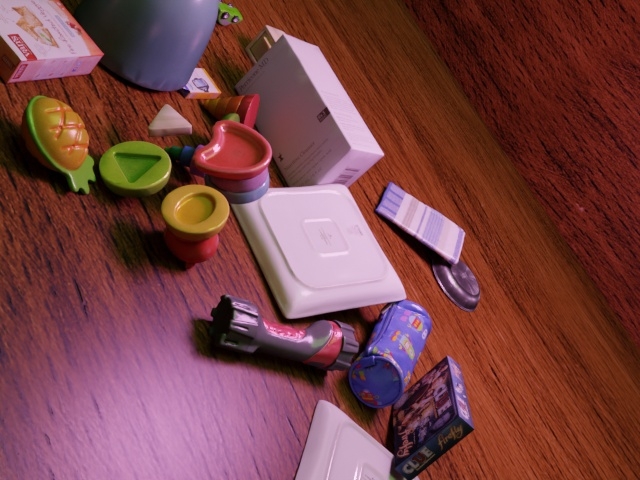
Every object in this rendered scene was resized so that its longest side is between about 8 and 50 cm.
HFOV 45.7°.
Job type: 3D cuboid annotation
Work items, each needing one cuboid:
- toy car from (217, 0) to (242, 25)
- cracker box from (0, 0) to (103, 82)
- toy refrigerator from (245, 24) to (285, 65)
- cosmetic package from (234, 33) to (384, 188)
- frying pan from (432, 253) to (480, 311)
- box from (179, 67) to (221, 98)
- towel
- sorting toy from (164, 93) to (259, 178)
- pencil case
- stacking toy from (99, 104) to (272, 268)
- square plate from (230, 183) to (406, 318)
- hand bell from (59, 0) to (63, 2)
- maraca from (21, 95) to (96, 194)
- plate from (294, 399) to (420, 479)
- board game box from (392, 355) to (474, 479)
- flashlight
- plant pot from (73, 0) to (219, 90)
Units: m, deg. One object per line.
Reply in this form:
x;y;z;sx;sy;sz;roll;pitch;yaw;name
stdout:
-0.313;-0.651;2.140;0.225;0.053;0.239;5;51;-52;toy car
-0.556;-0.392;1.474;0.155;0.067;0.232;50;29;3;cracker box
-0.106;-0.474;2.161;0.094;0.102;0.269;3;53;-53;toy refrigerator
-0.034;-0.309;1.947;0.156;0.217;0.385;0;53;-54;cosmetic package
0.387;0.065;2.253;0.197;0.053;0.326;21;42;-41;frying pan
-0.310;-0.382;1.846;0.081;0.028;0.136;55;32;11;box
0.296;-0.050;2.230;0.285;0.034;0.209;33;31;-3;towel
-0.252;-0.252;1.726;0.126;0.127;0.365;19;33;6;sorting toy
0.155;0.231;1.646;0.133;0.119;0.306;62;27;-11;pencil case
-0.259;-0.108;1.481;0.280;0.130;0.309;25;49;13;stacking toy
0.000;0.000;1.693;0.344;0.049;0.347;-6;56;-37;square plate
-0.650;-0.570;1.555;0.242;0.126;0.126;-1;55;-39;hand bell
-0.450;-0.166;1.324;0.127;0.099;0.185;-80;149;-53;maraca
0.082;0.448;1.364;0.277;0.045;0.278;43;29;-12;plate
0.216;0.343;1.497;0.042;0.165;0.243;43;15;-10;board game box
-0.066;0.173;1.438;0.304;0.103;0.103;23;11;-37;flashlight
-0.363;-0.521;1.693;0.293;0.235;0.293;29;34;-22;plant pot
